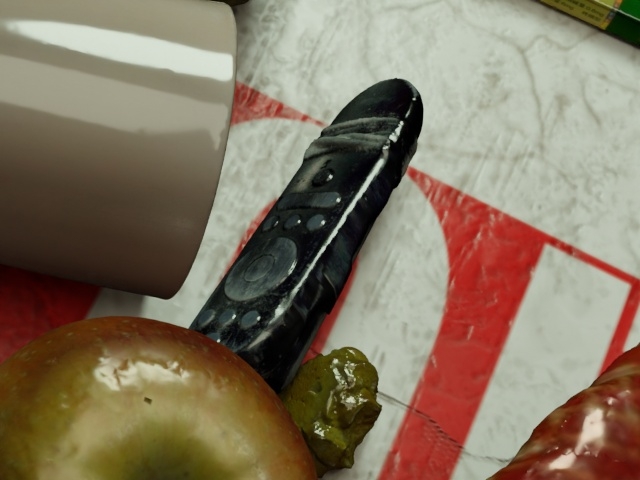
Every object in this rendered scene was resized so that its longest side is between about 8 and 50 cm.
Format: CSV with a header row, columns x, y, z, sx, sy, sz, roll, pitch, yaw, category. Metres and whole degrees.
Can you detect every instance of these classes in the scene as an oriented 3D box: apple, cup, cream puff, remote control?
x,y,z,sx,sy,sz,roll,pitch,yaw,category
-0.108,0.163,1.014,0.210,0.173,0.234,-3,77,-19,apple
-0.177,-0.092,1.098,0.200,0.191,0.253,11,32,-14,cup
0.005,0.112,1.125,0.058,0.083,0.083,38,41,-41,cream puff
0.000,0.000,1.160,0.266,0.090,0.066,-57,131,-28,remote control

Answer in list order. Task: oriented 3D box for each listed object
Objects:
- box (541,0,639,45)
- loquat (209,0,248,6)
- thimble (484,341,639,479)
x,y,z,sx,sy,sz,roll,pitch,yaw,category
0.212,-0.231,1.328,0.235,0.034,0.132,25,64,-2,box
-0.110,-0.261,1.191,0.179,0.179,0.227,-34,83,-24,loquat
0.163,0.234,0.959,0.350,0.350,0.230,-38,75,-24,thimble
